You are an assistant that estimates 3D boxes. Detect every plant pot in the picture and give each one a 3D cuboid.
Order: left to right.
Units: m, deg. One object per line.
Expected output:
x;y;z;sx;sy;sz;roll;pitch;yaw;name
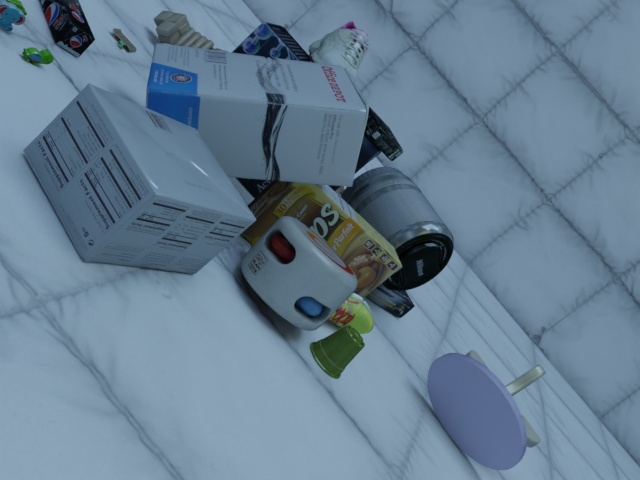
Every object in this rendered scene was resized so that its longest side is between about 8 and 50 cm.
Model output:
0.038;0.200;1.379;0.083;0.079;0.083;45;16;-17;plant pot

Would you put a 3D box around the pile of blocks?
-0.319;-0.457;1.992;0.362;0.149;0.112;39;59;-3;pile of blocks

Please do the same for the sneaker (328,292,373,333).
0.024;0.138;1.521;0.208;0.081;0.094;37;25;-18;sneaker

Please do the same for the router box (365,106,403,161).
0.134;-0.246;1.693;0.092;0.038;0.122;39;19;-33;router box

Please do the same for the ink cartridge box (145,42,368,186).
-0.132;-0.247;1.443;0.395;0.166;0.285;4;29;-11;ink cartridge box

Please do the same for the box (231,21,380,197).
-0.086;-0.273;1.777;0.395;0.293;0.212;48;15;-4;box

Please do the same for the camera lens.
0.190;-0.027;1.878;0.219;0.219;0.274;32;22;-47;camera lens

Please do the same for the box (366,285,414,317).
0.135;0.090;1.970;0.231;0.056;0.183;33;20;-45;box

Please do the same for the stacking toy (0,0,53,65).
-0.548;-0.392;1.226;0.167;0.052;0.221;57;16;27;stacking toy

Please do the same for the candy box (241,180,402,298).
0.000;0.000;1.562;0.316;0.183;0.087;41;16;-28;candy box

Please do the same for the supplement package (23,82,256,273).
-0.258;-0.079;1.097;0.204;0.145;0.262;55;15;19;supplement package

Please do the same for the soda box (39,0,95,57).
-0.502;-0.439;1.466;0.060;0.053;0.169;29;24;-51;soda box

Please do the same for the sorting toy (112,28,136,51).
-0.461;-0.465;1.727;0.062;0.012;0.083;52;11;-9;sorting toy

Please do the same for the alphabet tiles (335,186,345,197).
0.052;-0.106;2.183;0.285;0.011;0.342;39;22;-36;alphabet tiles

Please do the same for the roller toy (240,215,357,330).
-0.045;0.062;1.355;0.209;0.146;0.191;43;6;-1;roller toy

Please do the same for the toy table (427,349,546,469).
0.381;0.367;1.679;0.161;0.252;0.274;-7;68;-53;toy table

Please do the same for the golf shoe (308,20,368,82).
0.051;-0.433;1.725;0.115;0.140;0.306;44;17;-26;golf shoe
